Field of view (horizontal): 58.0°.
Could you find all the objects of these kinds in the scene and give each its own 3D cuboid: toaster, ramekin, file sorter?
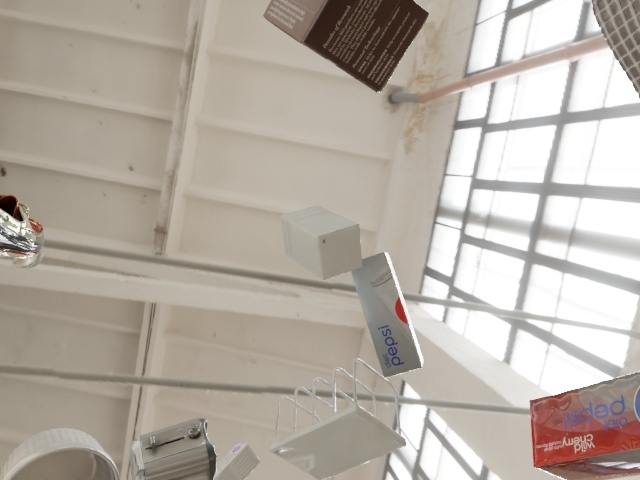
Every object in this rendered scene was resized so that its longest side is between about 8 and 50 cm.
[{"bbox_3d":[-0.275,0.448,1.080,0.146,0.129,0.227,-6,-61,-20],"label":"toaster"},{"bbox_3d":[-0.483,0.446,1.056,0.207,0.109,0.207,-9,-73,-29],"label":"ramekin"},{"bbox_3d":[0.042,0.446,1.451,0.277,0.173,0.193,-33,-57,27],"label":"file sorter"}]

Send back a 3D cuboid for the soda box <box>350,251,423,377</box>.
[{"bbox_3d":[0.159,0.175,1.393,0.098,0.091,0.287,-18,-96,12],"label":"soda box"}]

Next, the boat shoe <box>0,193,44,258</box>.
[{"bbox_3d":[-0.237,-0.014,0.426,0.049,0.137,0.043,24,-92,-4],"label":"boat shoe"}]

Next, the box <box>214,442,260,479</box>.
[{"bbox_3d":[-0.278,0.625,1.389,0.324,0.063,0.067,-41,-80,-42],"label":"box"}]

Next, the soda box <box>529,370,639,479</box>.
[{"bbox_3d":[0.375,0.211,0.666,0.083,0.263,0.092,27,-129,-23],"label":"soda box"}]

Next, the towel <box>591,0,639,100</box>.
[{"bbox_3d":[0.456,-0.255,0.676,0.121,0.235,0.284,-21,-94,-7],"label":"towel"}]

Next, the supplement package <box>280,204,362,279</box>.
[{"bbox_3d":[0.000,0.000,1.285,0.105,0.179,0.105,-16,-66,-26],"label":"supplement package"}]

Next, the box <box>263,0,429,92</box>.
[{"bbox_3d":[0.045,-0.403,1.032,0.203,0.168,0.167,19,-68,-41],"label":"box"}]
